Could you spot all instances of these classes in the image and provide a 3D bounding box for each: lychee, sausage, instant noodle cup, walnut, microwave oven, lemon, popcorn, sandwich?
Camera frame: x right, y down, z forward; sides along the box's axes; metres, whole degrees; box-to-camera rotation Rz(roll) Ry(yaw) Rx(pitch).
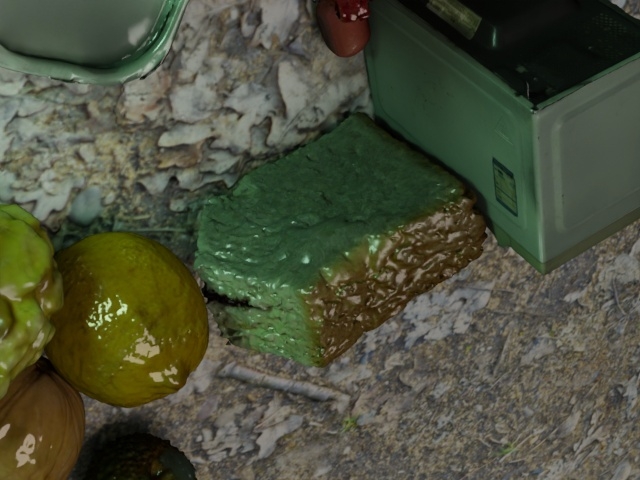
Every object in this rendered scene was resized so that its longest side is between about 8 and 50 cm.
[{"bbox_3d":[-0.245,0.338,1.896,0.171,0.171,0.171,-21,133,-24],"label":"lychee"},{"bbox_3d":[0.026,-0.259,1.701,0.054,0.059,0.094,-28,137,-9],"label":"sausage"},{"bbox_3d":[-0.262,-0.294,1.263,0.294,0.308,0.294,-21,133,-24],"label":"instant noodle cup"},{"bbox_3d":[-0.381,0.229,1.677,0.195,0.195,0.221,8,126,-41],"label":"walnut"},{"bbox_3d":[0.234,-0.185,1.702,0.218,0.355,0.286,-28,135,-18],"label":"microwave oven"},{"bbox_3d":[-0.230,0.090,1.665,0.192,0.231,0.192,-40,159,-18],"label":"lemon"},{"bbox_3d":[-0.407,0.065,1.506,0.270,0.224,0.257,11,99,-33],"label":"popcorn"},{"bbox_3d":[0.000,0.001,1.738,0.325,0.262,0.131,-32,131,-14],"label":"sandwich"}]

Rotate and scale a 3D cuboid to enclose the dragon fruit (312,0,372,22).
[{"bbox_3d":[0.032,-0.329,1.607,0.136,0.133,0.166,0,126,11],"label":"dragon fruit"}]
